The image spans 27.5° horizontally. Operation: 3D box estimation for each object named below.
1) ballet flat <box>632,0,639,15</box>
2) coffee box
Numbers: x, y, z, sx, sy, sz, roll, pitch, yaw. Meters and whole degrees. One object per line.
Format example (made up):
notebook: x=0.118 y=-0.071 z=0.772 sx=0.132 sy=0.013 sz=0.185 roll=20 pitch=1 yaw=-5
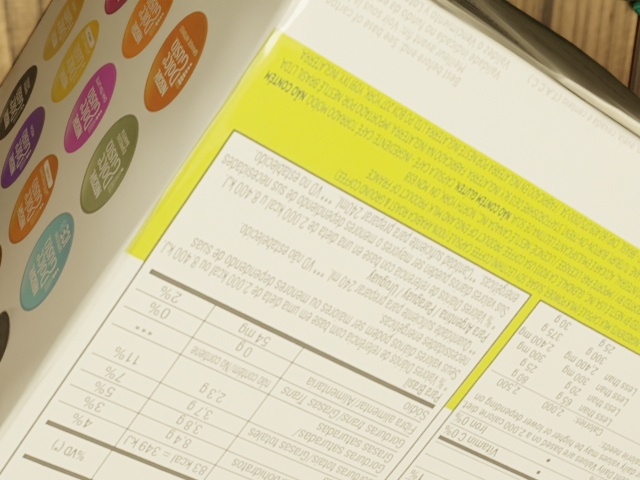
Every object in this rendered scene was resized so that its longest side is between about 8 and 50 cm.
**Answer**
ballet flat: x=0.224 y=-0.187 z=0.889 sx=0.231 sy=0.077 sz=0.077 roll=15 pitch=95 yaw=-21
coffee box: x=0.000 y=0.000 z=0.763 sx=0.338 sy=0.337 sz=0.334 roll=27 pitch=108 yaw=-28
